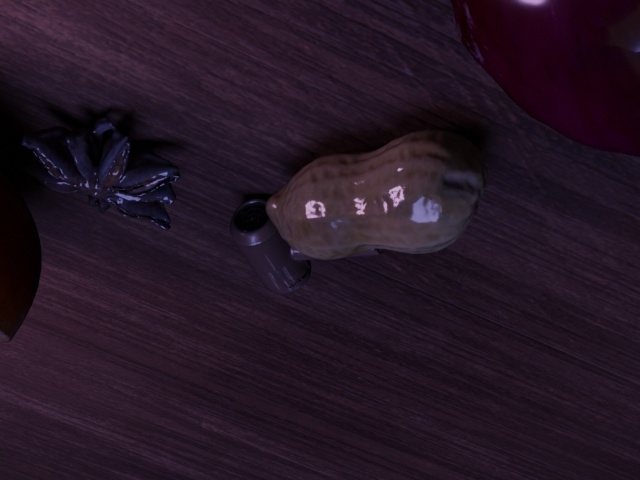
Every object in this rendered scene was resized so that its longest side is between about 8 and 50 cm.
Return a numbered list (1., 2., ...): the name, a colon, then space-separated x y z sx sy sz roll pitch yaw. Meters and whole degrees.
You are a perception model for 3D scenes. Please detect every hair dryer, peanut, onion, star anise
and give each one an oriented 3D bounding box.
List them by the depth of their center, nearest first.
1. onion: 0.231 -0.175 0.857 0.336 0.260 0.282 -1 152 25
2. peanut: 0.058 -0.037 1.308 0.256 0.124 0.123 -13 141 43
3. star anise: -0.236 -0.074 1.429 0.195 0.065 0.182 4 154 10
4. hair dryer: 0.000 0.000 1.460 0.181 0.064 0.117 -6 144 18

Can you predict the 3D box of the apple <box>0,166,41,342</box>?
1. apple: -0.484 -0.020 1.404 0.328 0.295 0.365 -20 155 6
